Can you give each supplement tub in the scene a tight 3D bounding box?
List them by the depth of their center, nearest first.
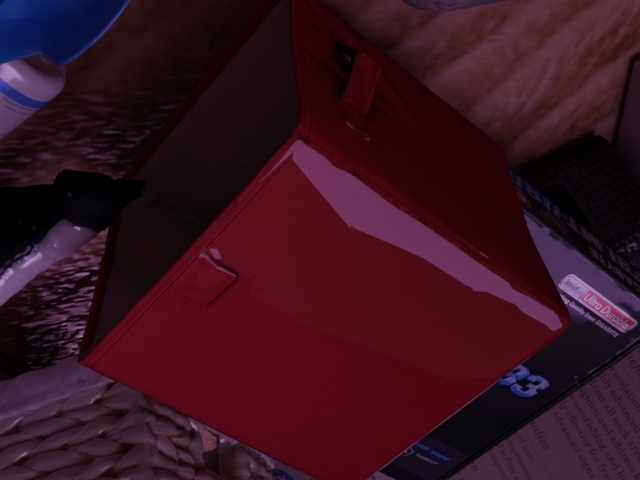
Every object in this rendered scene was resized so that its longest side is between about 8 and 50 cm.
[{"bbox_3d":[-0.190,-0.074,0.434,0.107,0.071,0.071,-35,148,11],"label":"supplement tub"}]

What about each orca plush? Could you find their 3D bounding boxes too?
[{"bbox_3d":[-0.246,0.018,0.499,0.287,0.151,0.102,-26,116,28],"label":"orca plush"}]

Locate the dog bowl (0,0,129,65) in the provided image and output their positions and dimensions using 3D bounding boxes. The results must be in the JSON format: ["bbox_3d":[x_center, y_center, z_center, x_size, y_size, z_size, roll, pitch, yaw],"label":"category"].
[{"bbox_3d":[-0.195,-0.107,0.330,0.297,0.074,0.166,-35,120,13],"label":"dog bowl"}]

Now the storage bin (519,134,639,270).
[{"bbox_3d":[0.261,0.001,0.835,0.084,0.122,0.180,-27,149,0],"label":"storage bin"}]

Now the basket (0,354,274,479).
[{"bbox_3d":[-0.208,0.285,0.678,0.332,0.266,0.328,-19,151,6],"label":"basket"}]

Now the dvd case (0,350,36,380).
[{"bbox_3d":[-0.344,0.171,0.723,0.239,0.029,0.179,-28,149,3],"label":"dvd case"}]

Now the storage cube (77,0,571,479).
[{"bbox_3d":[0.000,0.000,0.515,0.193,0.183,0.215,33,118,-26],"label":"storage cube"}]

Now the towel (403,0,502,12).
[{"bbox_3d":[0.204,-0.184,0.486,0.282,0.049,0.187,-15,-172,-17],"label":"towel"}]

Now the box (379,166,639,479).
[{"bbox_3d":[0.080,0.065,0.725,0.296,0.073,0.293,34,121,-24],"label":"box"}]

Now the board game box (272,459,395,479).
[{"bbox_3d":[0.033,0.419,1.096,0.319,0.318,0.066,9,134,-43],"label":"board game box"}]

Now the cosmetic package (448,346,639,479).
[{"bbox_3d":[0.408,0.284,1.166,0.328,0.329,0.393,9,135,-43],"label":"cosmetic package"}]

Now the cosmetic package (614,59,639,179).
[{"bbox_3d":[0.435,-0.085,0.866,0.285,0.097,0.377,-23,149,-3],"label":"cosmetic package"}]
